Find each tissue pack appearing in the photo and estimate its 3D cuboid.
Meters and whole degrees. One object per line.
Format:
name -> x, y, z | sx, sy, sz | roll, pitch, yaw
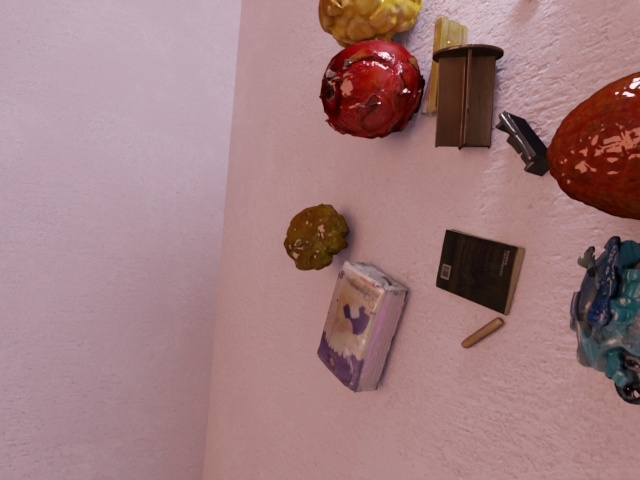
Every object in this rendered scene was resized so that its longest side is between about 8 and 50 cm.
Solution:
tissue pack -> 0.120, 0.252, 1.440 | 0.242, 0.125, 0.344 | 33, 111, 57

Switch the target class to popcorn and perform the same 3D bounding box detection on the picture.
popcorn -> 0.146, -0.731, 1.458 | 0.382, 0.348, 0.349 | 96, 163, -59

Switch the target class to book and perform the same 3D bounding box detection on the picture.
book -> 0.378, 0.069, 1.142 | 0.228, 0.024, 0.160 | 22, 104, 58

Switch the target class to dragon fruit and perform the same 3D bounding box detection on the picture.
dragon fruit -> 0.149, -0.439, 1.391 | 0.295, 0.301, 0.296 | 35, 134, 46

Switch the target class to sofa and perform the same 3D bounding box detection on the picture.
sofa -> 0.440, -0.211, 1.034 | 0.060, 0.085, 0.147 | -49, 45, 39

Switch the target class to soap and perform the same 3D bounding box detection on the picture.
soap -> 0.338, -0.454, 1.243 | 0.037, 0.092, 0.252 | -1, 83, 63

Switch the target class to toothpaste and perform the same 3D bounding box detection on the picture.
toothpaste -> 0.324, -0.449, 1.321 | 0.067, 0.042, 0.195 | 19, 95, 61

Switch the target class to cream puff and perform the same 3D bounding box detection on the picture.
cream puff -> -0.011, -0.011, 1.634 | 0.244, 0.196, 0.244 | -4, 84, 34

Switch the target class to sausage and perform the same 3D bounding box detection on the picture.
sausage -> 0.380, 0.222, 1.110 | 0.132, 0.024, 0.024 | -52, 43, 40

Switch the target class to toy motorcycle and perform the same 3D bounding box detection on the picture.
toy motorcycle -> 0.516, 0.125, 0.803 | 0.206, 0.154, 0.260 | -116, 34, -77

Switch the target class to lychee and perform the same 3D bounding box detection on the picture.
lychee -> 0.527, -0.155, 0.745 | 0.299, 0.255, 0.255 | -28, 54, 15

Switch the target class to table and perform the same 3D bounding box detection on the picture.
table -> 0.355, -0.341, 1.151 | 0.167, 0.167, 0.227 | 13, 104, 59
